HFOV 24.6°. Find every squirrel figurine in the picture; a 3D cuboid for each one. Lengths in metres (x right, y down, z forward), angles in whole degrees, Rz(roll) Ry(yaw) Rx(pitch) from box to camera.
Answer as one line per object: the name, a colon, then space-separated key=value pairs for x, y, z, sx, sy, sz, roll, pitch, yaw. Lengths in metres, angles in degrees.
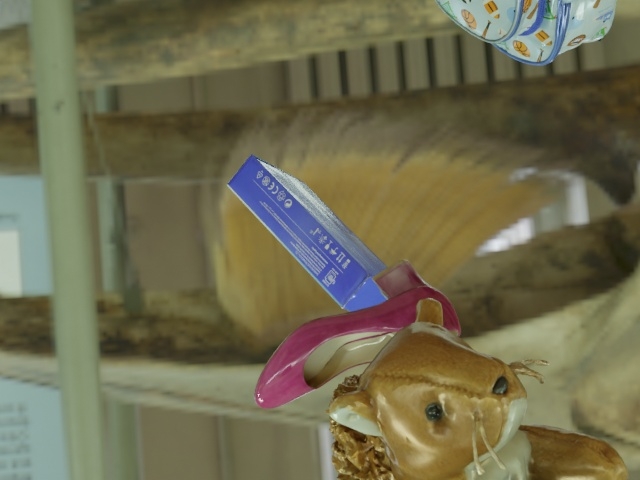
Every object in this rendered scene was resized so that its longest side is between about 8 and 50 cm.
squirrel figurine: x=0.126 y=0.255 z=1.578 sx=0.397 sy=0.370 sz=0.281 roll=-2 pitch=-141 yaw=52

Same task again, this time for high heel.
high heel: x=0.040 y=0.133 z=1.647 sx=0.244 sy=0.117 sz=0.082 roll=-36 pitch=140 yaw=-2

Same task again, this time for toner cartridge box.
toner cartridge box: x=0.000 y=0.000 z=2.491 sx=0.075 sy=0.348 sz=0.165 roll=-50 pitch=145 yaw=9

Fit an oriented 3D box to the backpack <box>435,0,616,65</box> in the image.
backpack: x=0.255 y=-0.348 z=1.799 sx=0.213 sy=0.276 sz=0.263 roll=-27 pitch=135 yaw=-13
